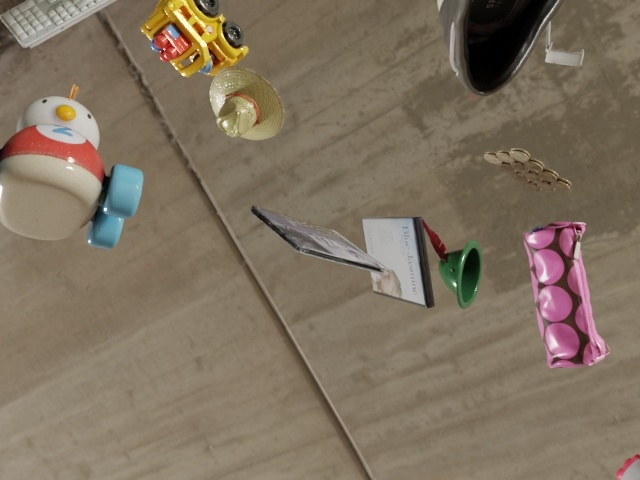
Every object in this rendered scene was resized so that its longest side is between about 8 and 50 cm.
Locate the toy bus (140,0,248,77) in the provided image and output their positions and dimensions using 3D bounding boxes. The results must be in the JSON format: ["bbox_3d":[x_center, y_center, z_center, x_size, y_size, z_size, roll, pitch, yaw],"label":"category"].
[{"bbox_3d":[-0.301,-0.459,1.339,0.149,0.220,0.211,-20,-144,35],"label":"toy bus"}]

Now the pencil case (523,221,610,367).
[{"bbox_3d":[0.354,0.077,0.827,0.095,0.209,0.098,-8,175,-29],"label":"pencil case"}]

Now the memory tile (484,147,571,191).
[{"bbox_3d":[0.398,-0.135,1.109,0.012,0.148,0.113,-62,-161,-7],"label":"memory tile"}]

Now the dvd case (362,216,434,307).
[{"bbox_3d":[0.159,0.039,1.225,0.022,0.180,0.253,-11,-175,-19],"label":"dvd case"}]

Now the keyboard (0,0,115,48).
[{"bbox_3d":[-0.295,-0.339,0.764,0.256,0.072,0.014,-37,164,-14],"label":"keyboard"}]

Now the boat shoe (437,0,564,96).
[{"bbox_3d":[0.154,-0.209,0.405,0.112,0.095,0.335,-8,171,1],"label":"boat shoe"}]

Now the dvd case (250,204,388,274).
[{"bbox_3d":[0.000,0.000,1.036,0.221,0.164,0.018,17,105,-44],"label":"dvd case"}]

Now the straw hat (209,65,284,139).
[{"bbox_3d":[-0.133,-0.200,0.926,0.144,0.144,0.061,-24,-153,46],"label":"straw hat"}]

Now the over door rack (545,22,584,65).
[{"bbox_3d":[0.373,-0.463,0.958,0.108,0.239,0.324,1,-143,8],"label":"over door rack"}]

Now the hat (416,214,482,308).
[{"bbox_3d":[0.318,0.070,1.538,0.183,0.173,0.208,7,-136,33],"label":"hat"}]

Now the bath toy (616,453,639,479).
[{"bbox_3d":[0.410,0.272,0.503,0.129,0.348,0.151,-159,-92,-82],"label":"bath toy"}]

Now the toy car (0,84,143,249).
[{"bbox_3d":[-0.374,-0.138,0.821,0.219,0.238,0.210,13,150,-27],"label":"toy car"}]
